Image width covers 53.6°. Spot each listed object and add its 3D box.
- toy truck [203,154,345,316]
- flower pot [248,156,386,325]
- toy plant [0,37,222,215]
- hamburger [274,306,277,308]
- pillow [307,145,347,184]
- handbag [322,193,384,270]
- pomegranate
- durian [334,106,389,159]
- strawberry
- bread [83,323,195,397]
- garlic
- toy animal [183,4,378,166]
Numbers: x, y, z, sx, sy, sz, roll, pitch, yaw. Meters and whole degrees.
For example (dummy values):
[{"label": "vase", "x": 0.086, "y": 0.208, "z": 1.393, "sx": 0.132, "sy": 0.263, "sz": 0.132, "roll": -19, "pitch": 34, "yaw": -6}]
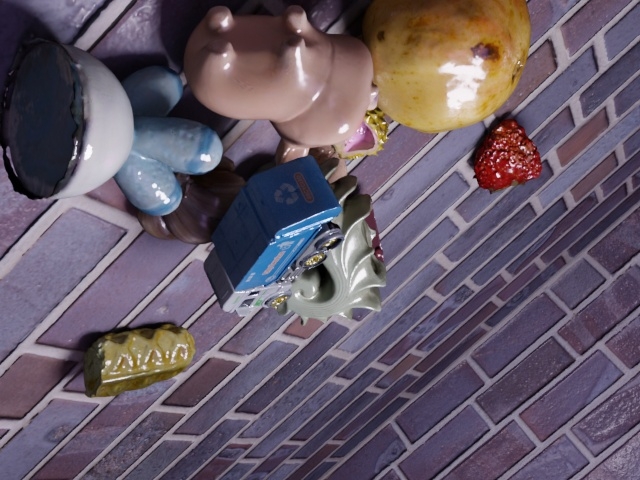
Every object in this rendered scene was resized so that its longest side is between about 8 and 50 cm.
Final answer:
[{"label": "toy truck", "x": -0.090, "y": 0.001, "z": 1.162, "sx": 0.175, "sy": 0.146, "sz": 0.367, "roll": -10, "pitch": 152, "yaw": -37}, {"label": "flower pot", "x": 0.000, "y": 0.000, "z": 1.377, "sx": 0.254, "sy": 0.164, "sz": 0.368, "roll": -9, "pitch": 111, "yaw": 9}, {"label": "toy plant", "x": -0.292, "y": -0.164, "z": 0.995, "sx": 0.332, "sy": 0.247, "sz": 0.247, "roll": 1, "pitch": 132, "yaw": -51}, {"label": "hamburger", "x": -0.080, "y": 0.085, "z": 1.594, "sx": 0.261, "sy": 0.139, "sz": 0.243, "roll": -36, "pitch": 149, "yaw": -4}, {"label": "pillow", "x": -0.004, "y": -0.184, "z": 1.423, "sx": 0.126, "sy": 0.043, "sz": 0.232, "roll": -37, "pitch": 146, "yaw": -11}, {"label": "handbag", "x": 0.072, "y": 0.008, "z": 1.561, "sx": 0.203, "sy": 0.074, "sz": 0.216, "roll": -34, "pitch": 115, "yaw": -45}, {"label": "pomegranate", "x": 0.206, "y": -0.361, "z": 1.169, "sx": 0.342, "sy": 0.342, "sz": 0.343, "roll": -26, "pitch": 146, "yaw": -19}, {"label": "durian", "x": 0.073, "y": -0.253, "z": 1.337, "sx": 0.132, "sy": 0.165, "sz": 0.182, "roll": -17, "pitch": 118, "yaw": 9}, {"label": "strawberry", "x": 0.519, "y": -0.238, "z": 1.769, "sx": 0.184, "sy": 0.186, "sz": 0.202, "roll": -44, "pitch": 129, "yaw": -57}, {"label": "bread", "x": -0.425, "y": 0.281, "z": 1.513, "sx": 0.267, "sy": 0.130, "sz": 0.152, "roll": -5, "pitch": 131, "yaw": -43}, {"label": "garlic", "x": -0.239, "y": -0.065, "z": 1.222, "sx": 0.191, "sy": 0.160, "sz": 0.214, "roll": 11, "pitch": 124, "yaw": -51}, {"label": "toy animal", "x": -0.062, "y": -0.267, "z": 1.067, "sx": 0.326, "sy": 0.237, "sz": 0.269, "roll": 7, "pitch": 162, "yaw": -2}]
